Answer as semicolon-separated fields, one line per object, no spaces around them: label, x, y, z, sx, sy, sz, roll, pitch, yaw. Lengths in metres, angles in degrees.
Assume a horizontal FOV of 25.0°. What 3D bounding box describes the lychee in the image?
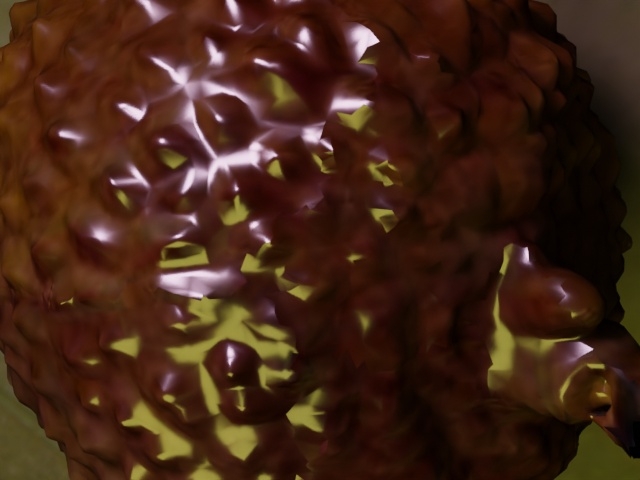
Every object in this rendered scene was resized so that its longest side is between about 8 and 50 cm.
lychee;0.000;0.000;0.408;0.238;0.200;0.200;21;142;39
